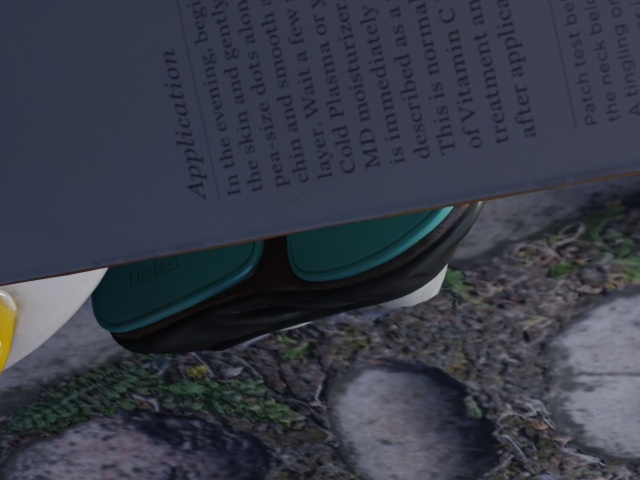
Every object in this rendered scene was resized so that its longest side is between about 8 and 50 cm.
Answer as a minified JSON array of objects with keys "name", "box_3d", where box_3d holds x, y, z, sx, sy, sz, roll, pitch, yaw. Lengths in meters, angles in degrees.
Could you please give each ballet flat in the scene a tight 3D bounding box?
[{"name":"ballet flat","box_3d":[0.000,0.000,0.981,0.096,0.095,0.280,20,154,-41]}]

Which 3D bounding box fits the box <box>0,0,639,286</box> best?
[{"name":"box","box_3d":[0.008,-0.091,0.631,0.345,0.168,0.215,-10,-177,35]}]

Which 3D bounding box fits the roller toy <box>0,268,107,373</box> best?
[{"name":"roller toy","box_3d":[-0.177,-0.036,0.827,0.209,0.191,0.146,27,170,43]}]
